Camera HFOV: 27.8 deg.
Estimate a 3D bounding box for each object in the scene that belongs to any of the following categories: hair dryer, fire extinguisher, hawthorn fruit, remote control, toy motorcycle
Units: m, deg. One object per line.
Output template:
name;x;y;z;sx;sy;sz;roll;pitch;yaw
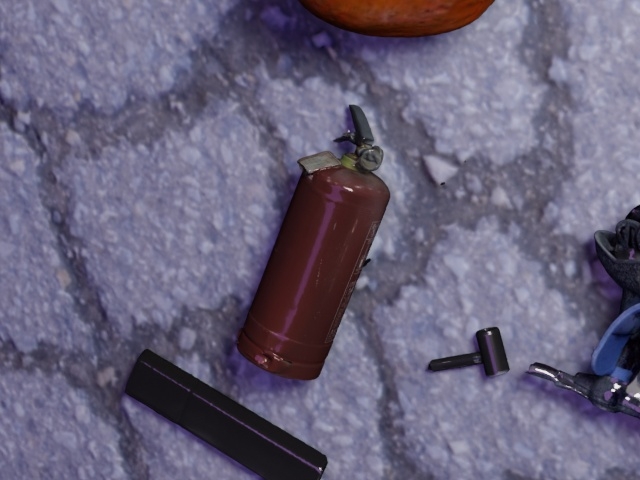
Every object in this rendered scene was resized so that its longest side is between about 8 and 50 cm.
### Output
hair dryer;0.146;0.117;1.303;0.083;0.026;0.047;-14;91;28
fire extinguisher;0.000;0.000;1.302;0.105;0.105;0.269;24;105;15
hawthorn fruit;0.093;-0.282;1.176;0.299;0.211;0.211;10;101;7
remote control;-0.105;0.202;1.400;0.245;0.025;0.063;28;110;14
toy motorcycle;0.343;0.132;1.147;0.358;0.125;0.212;51;123;35
